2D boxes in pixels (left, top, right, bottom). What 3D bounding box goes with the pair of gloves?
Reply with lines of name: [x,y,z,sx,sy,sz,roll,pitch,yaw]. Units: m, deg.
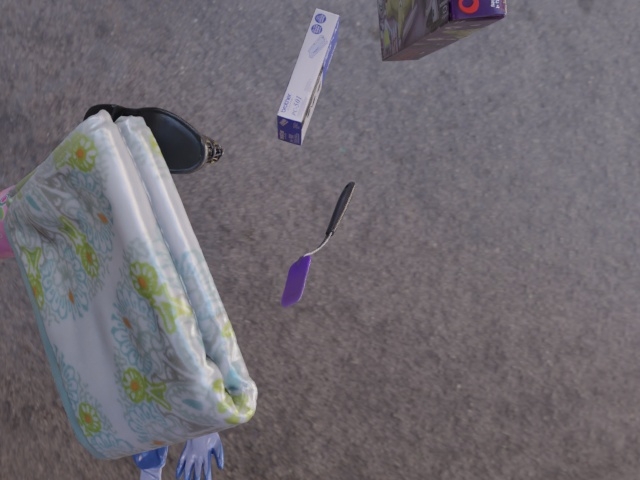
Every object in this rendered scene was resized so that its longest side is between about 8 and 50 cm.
pair of gloves: [-0.269,0.389,1.676,0.198,0.023,0.159,-9,56,15]

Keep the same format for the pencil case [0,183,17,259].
pencil case: [-0.455,-0.041,1.450,0.124,0.284,0.124,23,61,-51]

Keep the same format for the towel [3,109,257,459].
towel: [-0.246,0.067,1.071,0.090,0.320,0.375,-20,86,-41]

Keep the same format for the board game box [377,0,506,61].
board game box: [0.092,-0.280,0.816,0.056,0.347,0.208,-2,96,-4]

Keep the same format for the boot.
boot: [-0.231,-0.161,1.475,0.229,0.263,0.091,7,102,-60]

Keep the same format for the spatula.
spatula: [0.000,0.000,1.660,0.030,0.084,0.296,40,57,-13]

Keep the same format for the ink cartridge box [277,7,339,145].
ink cartridge box: [-0.021,-0.274,1.521,0.046,0.097,0.207,17,72,3]
